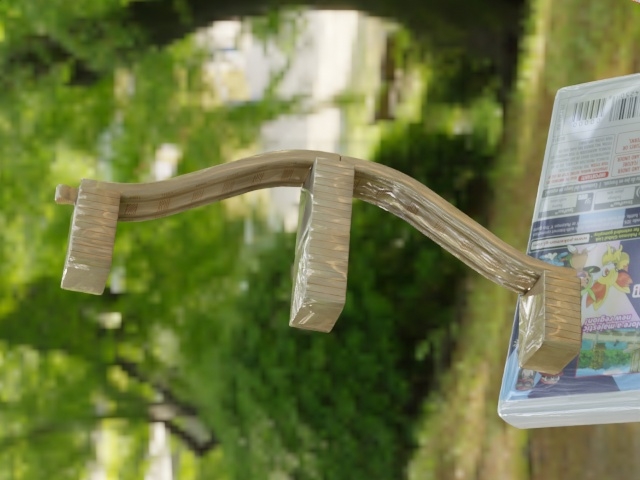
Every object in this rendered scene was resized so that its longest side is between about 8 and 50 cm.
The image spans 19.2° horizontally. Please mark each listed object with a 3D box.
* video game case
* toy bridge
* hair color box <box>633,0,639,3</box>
[{"bbox_3d":[0.184,-0.005,0.873,0.201,0.023,0.183,-8,58,38],"label":"video game case"},{"bbox_3d":[0.000,0.000,0.667,0.026,0.188,0.063,117,161,-58],"label":"toy bridge"},{"bbox_3d":[0.087,-0.113,0.510,0.053,0.167,0.093,-69,-2,-77],"label":"hair color box"}]
